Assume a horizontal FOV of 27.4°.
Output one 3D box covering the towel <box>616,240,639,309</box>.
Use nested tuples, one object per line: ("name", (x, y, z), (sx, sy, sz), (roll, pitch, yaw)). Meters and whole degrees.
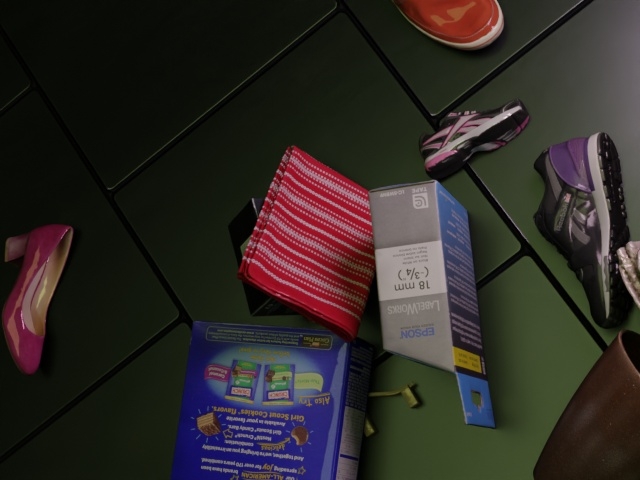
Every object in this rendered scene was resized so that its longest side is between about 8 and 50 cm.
("towel", (0.513, 0.121, 1.783), (0.049, 0.187, 0.282), (-37, 71, 35))

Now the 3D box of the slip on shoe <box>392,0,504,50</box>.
("slip on shoe", (0.149, -0.417, 2.032), (0.123, 0.101, 0.331), (-43, 73, 5))

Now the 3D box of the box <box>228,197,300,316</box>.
("box", (-0.037, 0.025, 1.965), (0.093, 0.158, 0.156), (-44, 54, 48))

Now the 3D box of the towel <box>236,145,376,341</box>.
("towel", (0.000, 0.000, 1.921), (0.198, 0.031, 0.275), (30, 48, -14))

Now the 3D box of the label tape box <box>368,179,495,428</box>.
("label tape box", (0.159, 0.103, 1.865), (0.105, 0.240, 0.334), (-9, 78, 16))

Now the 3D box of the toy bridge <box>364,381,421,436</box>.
("toy bridge", (0.064, 0.266, 1.982), (0.188, 0.026, 0.063), (-35, 71, 10))

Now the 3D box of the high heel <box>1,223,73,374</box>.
("high heel", (-0.452, 0.094, 2.151), (0.117, 0.082, 0.244), (-13, 67, 19))

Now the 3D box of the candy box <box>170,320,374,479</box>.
("candy box", (-0.076, 0.291, 1.953), (0.268, 0.122, 0.317), (3, 77, 25))

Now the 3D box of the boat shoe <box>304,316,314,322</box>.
("boat shoe", (-0.030, 0.064, 2.037), (0.049, 0.043, 0.137), (-25, 73, 12))

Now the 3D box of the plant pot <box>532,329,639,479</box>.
("plant pot", (0.406, 0.277, 1.793), (0.230, 0.215, 0.215), (-47, 70, 20))

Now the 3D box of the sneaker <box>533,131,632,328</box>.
("sneaker", (0.377, -0.007, 1.904), (0.124, 0.107, 0.283), (-12, 73, 31))

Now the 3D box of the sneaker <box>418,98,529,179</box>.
("sneaker", (0.224, -0.171, 1.985), (0.178, 0.072, 0.077), (-28, 63, 6))
